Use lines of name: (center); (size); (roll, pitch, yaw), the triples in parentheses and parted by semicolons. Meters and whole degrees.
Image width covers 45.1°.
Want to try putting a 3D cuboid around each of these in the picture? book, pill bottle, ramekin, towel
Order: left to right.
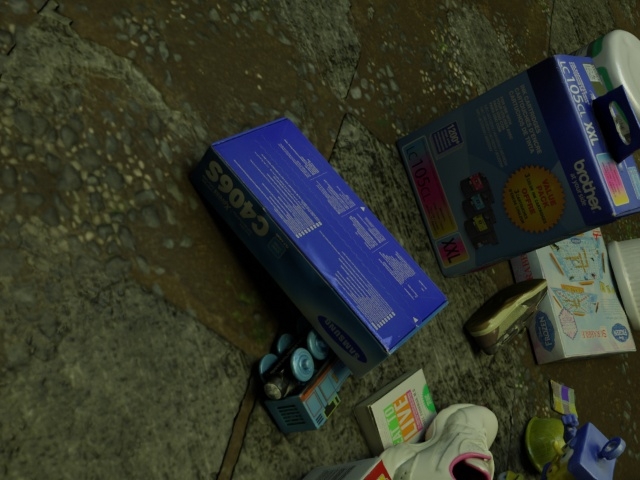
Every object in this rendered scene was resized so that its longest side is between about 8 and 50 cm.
book: (0.116, 0.259, 1.129); (0.144, 0.035, 0.096); (-22, 93, -49)
pill bottle: (0.432, -0.216, 1.426); (0.204, 0.361, 0.204); (21, 58, -38)
towel: (0.466, 0.304, 1.476); (0.083, 0.009, 0.060); (27, 53, -34)
ramekin: (0.722, 0.089, 1.716); (0.207, 0.109, 0.207); (51, 30, -44)

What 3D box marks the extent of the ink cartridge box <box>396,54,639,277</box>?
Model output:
ink cartridge box: (0.350, -0.126, 1.273); (0.151, 0.395, 0.270); (-11, 79, -47)

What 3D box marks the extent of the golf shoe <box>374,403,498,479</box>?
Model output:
golf shoe: (0.197, 0.317, 1.085); (0.306, 0.140, 0.115); (-18, 103, -51)

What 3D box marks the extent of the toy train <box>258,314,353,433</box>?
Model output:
toy train: (-0.008, 0.166, 1.013); (0.184, 0.080, 0.105); (-44, 112, -50)

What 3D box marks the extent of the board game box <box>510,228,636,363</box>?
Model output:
board game box: (0.511, 0.086, 1.583); (0.319, 0.066, 0.318); (6, 67, -44)

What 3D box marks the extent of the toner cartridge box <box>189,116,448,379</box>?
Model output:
toner cartridge box: (0.000, 0.000, 1.026); (0.348, 0.075, 0.165); (50, 42, 9)

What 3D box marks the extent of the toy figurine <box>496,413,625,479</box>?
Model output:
toy figurine: (0.417, 0.369, 1.199); (0.191, 0.217, 0.362); (39, 35, 9)

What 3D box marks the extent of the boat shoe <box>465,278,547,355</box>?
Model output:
boat shoe: (0.342, 0.135, 1.385); (0.223, 0.080, 0.073); (-27, 100, -42)

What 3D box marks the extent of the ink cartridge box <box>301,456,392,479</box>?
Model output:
ink cartridge box: (0.025, 0.457, 0.865); (0.272, 0.130, 0.309); (-32, 96, -47)
